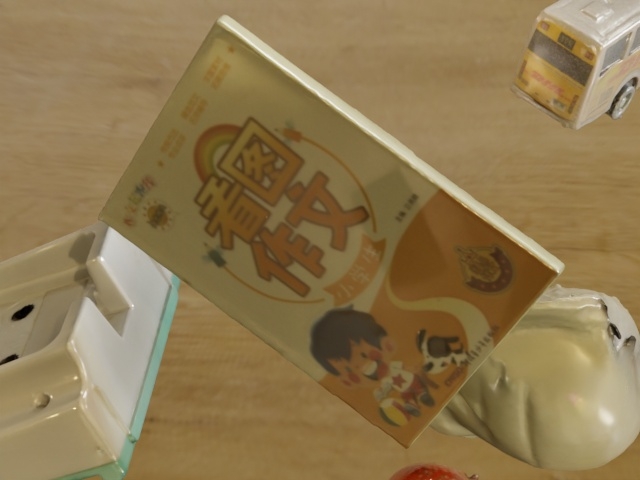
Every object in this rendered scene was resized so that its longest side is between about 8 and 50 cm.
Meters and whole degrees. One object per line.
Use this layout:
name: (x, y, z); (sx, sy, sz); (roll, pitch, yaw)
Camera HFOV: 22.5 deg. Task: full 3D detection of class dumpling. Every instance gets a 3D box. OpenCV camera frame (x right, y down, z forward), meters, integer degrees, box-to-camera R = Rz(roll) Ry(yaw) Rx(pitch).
dumpling: (0.179, 0.110, 1.443); (0.227, 0.175, 0.243); (-1, 121, 13)

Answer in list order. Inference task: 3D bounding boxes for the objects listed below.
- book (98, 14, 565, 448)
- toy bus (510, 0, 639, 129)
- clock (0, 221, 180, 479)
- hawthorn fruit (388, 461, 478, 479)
book: (0.000, 0.000, 1.163); (0.295, 0.020, 0.208); (36, 126, 1)
toy bus: (0.328, -0.230, 1.676); (0.097, 0.342, 0.138); (35, 137, 24)
clock: (-0.253, 0.100, 1.343); (0.231, 0.262, 0.116); (-16, 120, 18)
hawthorn fruit: (0.094, 0.367, 1.699); (0.165, 0.165, 0.285); (36, 57, 2)
